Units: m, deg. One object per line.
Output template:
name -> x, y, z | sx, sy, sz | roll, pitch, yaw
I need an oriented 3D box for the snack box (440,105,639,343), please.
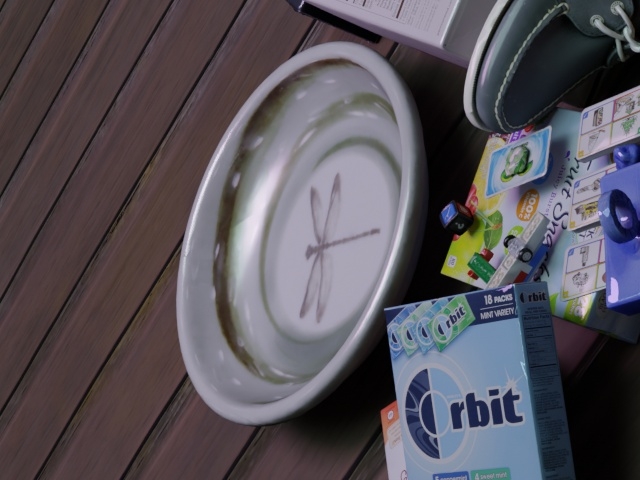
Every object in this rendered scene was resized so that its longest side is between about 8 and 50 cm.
snack box -> 0.212, -0.023, 1.524 | 0.207, 0.070, 0.175 | 20, 91, 55

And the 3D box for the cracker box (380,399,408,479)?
cracker box -> 0.134, 0.222, 1.520 | 0.155, 0.067, 0.232 | -39, 45, 39

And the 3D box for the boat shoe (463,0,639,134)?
boat shoe -> 0.249, -0.207, 1.485 | 0.319, 0.116, 0.099 | -48, 48, 1

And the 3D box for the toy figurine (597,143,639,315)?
toy figurine -> 0.291, -0.024, 1.275 | 0.191, 0.217, 0.363 | -25, 55, 48

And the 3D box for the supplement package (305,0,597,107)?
supplement package -> 0.133, -0.258, 1.657 | 0.293, 0.177, 0.175 | 31, 101, 57

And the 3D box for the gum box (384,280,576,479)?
gum box -> 0.127, 0.135, 1.427 | 0.157, 0.041, 0.184 | -13, 81, 50

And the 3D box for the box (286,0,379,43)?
box -> 0.012, -0.333, 1.935 | 0.153, 0.108, 0.207 | -61, 34, 16

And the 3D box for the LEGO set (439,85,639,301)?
LEGO set -> 0.189, -0.008, 1.468 | 0.244, 0.060, 0.183 | -23, 48, 47

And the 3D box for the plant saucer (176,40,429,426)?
plant saucer -> 0.000, 0.000, 1.796 | 0.400, 0.100, 0.401 | -30, 51, 46
